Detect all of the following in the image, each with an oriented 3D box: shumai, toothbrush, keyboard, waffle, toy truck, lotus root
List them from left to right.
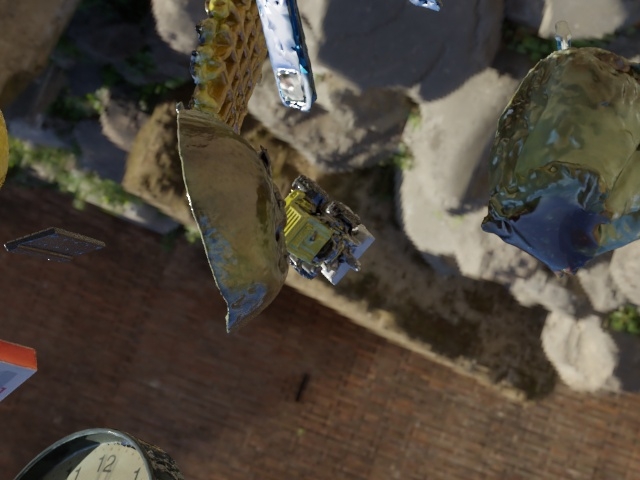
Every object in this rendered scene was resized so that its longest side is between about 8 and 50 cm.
[{"bbox_3d":[-0.473,0.010,1.954,0.101,0.018,0.310,-19,174,3],"label":"keyboard"},{"bbox_3d":[-0.140,-0.282,1.737,0.058,0.301,0.282,13,131,10],"label":"waffle"},{"bbox_3d":[-0.066,-0.023,0.933,0.078,0.204,0.183,-15,-161,-2],"label":"lotus root"},{"bbox_3d":[0.000,0.000,1.707,0.111,0.136,0.286,45,-172,30],"label":"toy truck"},{"bbox_3d":[0.207,-0.066,0.906,0.184,0.184,0.142,16,-158,19],"label":"shumai"},{"bbox_3d":[0.303,-0.189,1.309,0.030,0.304,0.030,3,127,4],"label":"toothbrush"}]

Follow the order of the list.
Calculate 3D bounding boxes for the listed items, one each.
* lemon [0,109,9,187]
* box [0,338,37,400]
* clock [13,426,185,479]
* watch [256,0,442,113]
[{"bbox_3d":[-0.589,-0.158,1.606,0.245,0.245,0.320,13,130,31],"label":"lemon"},{"bbox_3d":[-0.596,0.246,1.843,0.229,0.050,0.123,-38,140,25],"label":"box"},{"bbox_3d":[-0.340,0.436,1.477,0.386,0.386,0.076,8,154,46],"label":"clock"},{"bbox_3d":[0.021,-0.303,1.035,0.068,0.276,0.275,3,123,35],"label":"watch"}]
